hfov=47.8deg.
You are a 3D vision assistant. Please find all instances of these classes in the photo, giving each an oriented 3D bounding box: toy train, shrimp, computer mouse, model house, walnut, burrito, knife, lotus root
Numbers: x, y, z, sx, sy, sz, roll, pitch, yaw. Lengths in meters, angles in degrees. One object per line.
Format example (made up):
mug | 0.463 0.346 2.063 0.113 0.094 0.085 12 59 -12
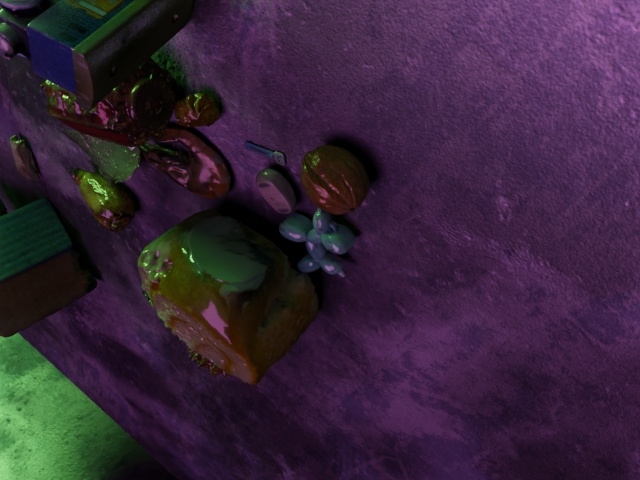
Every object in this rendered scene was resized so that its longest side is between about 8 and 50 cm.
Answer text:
toy train | -0.346 -0.350 1.108 0.201 0.300 0.131 28 144 9
shrimp | -0.287 -0.171 1.453 0.254 0.059 0.145 34 143 14
computer mouse | -0.078 -0.094 1.332 0.066 0.039 0.096 -3 132 49
model house | -0.932 0.023 2.159 0.382 0.334 0.343 22 131 37
walnut | 0.021 -0.101 1.167 0.124 0.105 0.105 53 149 14
burrito | -0.807 -0.222 1.966 0.055 0.041 0.149 18 141 14
knife | -0.103 -0.159 1.310 0.096 0.010 0.027 25 142 27
lotus root | -0.529 -0.108 1.759 0.191 0.094 0.108 49 124 8

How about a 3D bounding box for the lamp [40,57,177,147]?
lamp | -0.397 -0.273 1.352 0.273 0.177 0.177 19 139 33

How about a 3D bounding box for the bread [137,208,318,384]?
bread | -0.214 0.076 1.475 0.395 0.239 0.264 31 149 24

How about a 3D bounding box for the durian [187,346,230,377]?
durian | -0.263 0.268 1.864 0.191 0.112 0.341 40 145 10

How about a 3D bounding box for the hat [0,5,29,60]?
hat | -0.665 -0.484 1.500 0.219 0.164 0.226 21 180 25

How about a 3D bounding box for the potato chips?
potato chips | -0.495 -0.201 1.644 0.228 0.059 0.167 -2 116 48

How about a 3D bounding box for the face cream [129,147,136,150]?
face cream | -0.433 -0.252 1.541 0.130 0.034 0.034 51 146 -9

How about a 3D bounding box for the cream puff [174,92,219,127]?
cream puff | -0.224 -0.230 1.311 0.083 0.058 0.083 10 147 10

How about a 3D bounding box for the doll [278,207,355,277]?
doll | 0.000 0.000 1.333 0.158 0.059 0.159 13 135 41
